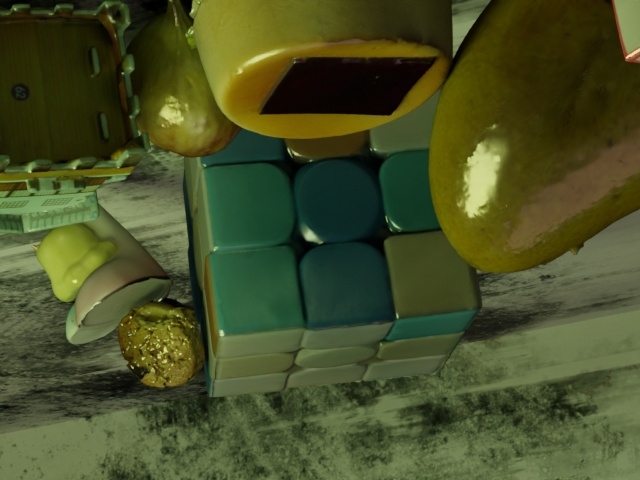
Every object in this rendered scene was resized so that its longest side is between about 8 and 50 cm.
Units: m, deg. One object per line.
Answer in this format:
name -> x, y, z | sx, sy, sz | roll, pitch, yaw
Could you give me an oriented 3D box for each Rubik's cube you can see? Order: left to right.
Rubik's cube -> 0.000, 0.000, 2.168 | 0.347, 0.344, 0.347 | -6, 161, -10

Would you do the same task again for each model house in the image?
model house -> -0.315, -0.144, 1.760 | 0.198, 0.224, 0.215 | -4, 166, -28

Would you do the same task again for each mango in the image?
mango -> 0.289, -0.150, 1.748 | 0.445, 0.301, 0.220 | -56, -179, 21

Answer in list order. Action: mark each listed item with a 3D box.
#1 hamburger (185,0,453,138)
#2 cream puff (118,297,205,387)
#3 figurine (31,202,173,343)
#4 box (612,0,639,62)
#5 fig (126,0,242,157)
hamburger -> 0.000, -0.231, 1.722 | 0.300, 0.176, 0.300 | -7, 161, -2
cream puff -> -0.208, 0.138, 2.116 | 0.104, 0.119, 0.133 | -22, -176, -31
figurine -> -0.380, -0.015, 2.117 | 0.284, 0.315, 0.206 | -28, 161, -37
box -> 0.440, -0.331, 1.399 | 0.314, 0.300, 0.312 | 4, 158, -32
fig -> -0.163, -0.213, 1.821 | 0.159, 0.159, 0.257 | -8, 140, 1
